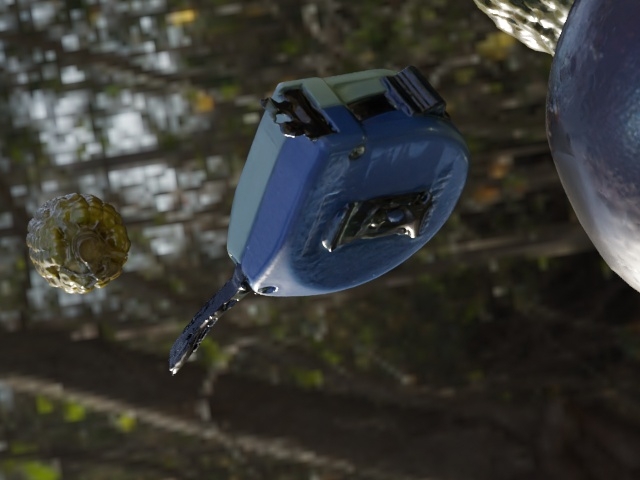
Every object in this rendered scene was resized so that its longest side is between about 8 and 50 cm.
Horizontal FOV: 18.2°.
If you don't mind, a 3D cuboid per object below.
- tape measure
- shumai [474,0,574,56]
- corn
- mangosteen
[{"bbox_3d":[0.000,0.000,1.754,0.098,0.215,0.351,55,140,29],"label":"tape measure"},{"bbox_3d":[0.246,-0.341,1.670,0.288,0.292,0.330,-45,-46,-41],"label":"shumai"},{"bbox_3d":[-0.240,-0.001,1.949,0.262,0.097,0.097,-161,61,-77],"label":"corn"},{"bbox_3d":[0.313,-0.085,1.408,0.330,0.330,0.330,-9,-90,-88],"label":"mangosteen"}]
